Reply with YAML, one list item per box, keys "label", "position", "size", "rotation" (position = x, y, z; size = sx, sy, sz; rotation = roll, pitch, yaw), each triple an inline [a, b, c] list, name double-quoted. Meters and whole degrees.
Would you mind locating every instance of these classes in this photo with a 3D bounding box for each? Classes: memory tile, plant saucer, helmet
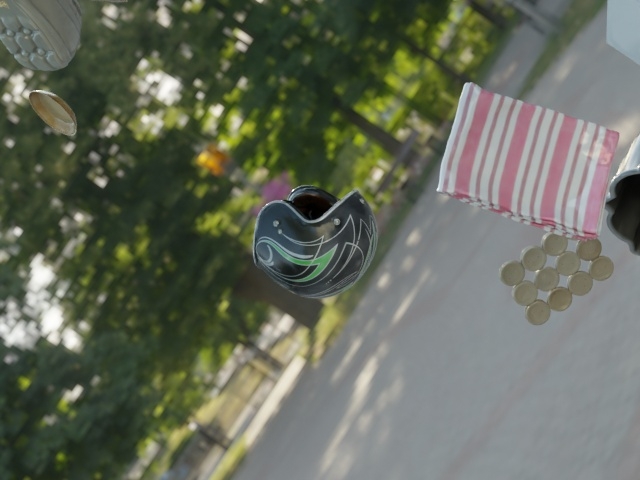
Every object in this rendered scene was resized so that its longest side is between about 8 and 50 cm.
- label: "memory tile"
  position: [0.334, 0.043, 2.090]
  size: [0.148, 0.113, 0.012]
  rotation: [-35, 19, 2]
- label: "plant saucer"
  position: [-0.365, -0.179, 2.037]
  size: [0.015, 0.083, 0.083]
  rotation: [-52, 0, -24]
- label: "helmet"
  position: [0.000, 0.000, 2.121]
  size: [0.169, 0.161, 0.169]
  rotation: [16, -90, -73]

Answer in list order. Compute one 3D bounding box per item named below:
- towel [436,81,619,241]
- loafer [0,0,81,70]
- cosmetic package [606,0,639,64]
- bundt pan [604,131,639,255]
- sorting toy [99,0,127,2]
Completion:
- label: "towel"
  position: [0.240, -0.091, 1.693]
  size: [0.029, 0.197, 0.144]
  rotation: [127, 159, -69]
- label: "loafer"
  position: [-0.391, -0.352, 1.851]
  size: [0.319, 0.112, 0.111]
  rotation: [67, -146, -48]
- label: "cosmetic package"
  position: [0.533, -0.402, 2.127]
  size: [0.217, 0.156, 0.385]
  rotation: [-49, -21, -6]
- label: "bundt pan"
  position: [0.545, -0.069, 1.952]
  size: [0.331, 0.331, 0.124]
  rotation: [127, 162, -62]
- label: "sorting toy"
  position: [-0.284, -0.394, 2.012]
  size: [0.274, 0.046, 0.132]
  rotation: [-18, -77, -71]
